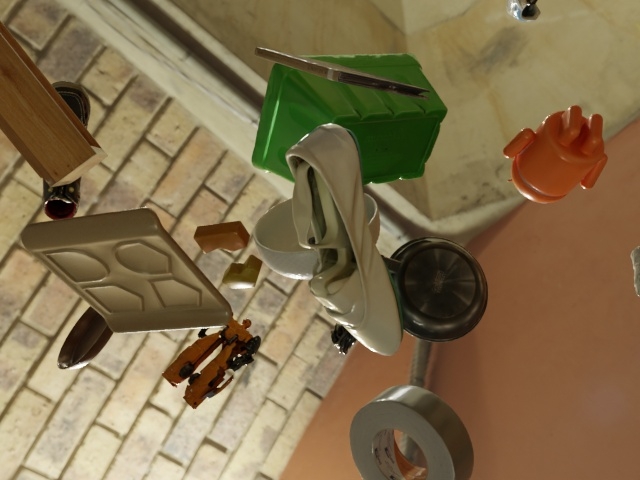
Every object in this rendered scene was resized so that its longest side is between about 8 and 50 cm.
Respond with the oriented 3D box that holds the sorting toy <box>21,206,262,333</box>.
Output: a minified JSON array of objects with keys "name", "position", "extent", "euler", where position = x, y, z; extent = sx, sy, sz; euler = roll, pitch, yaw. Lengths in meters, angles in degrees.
[{"name":"sorting toy","position":[-0.210,0.038,1.011],"extent":[0.307,0.229,0.041],"euler":[-6,-132,22]}]

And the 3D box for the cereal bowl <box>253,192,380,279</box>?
[{"name":"cereal bowl","position":[0.000,0.000,2.008],"extent":[0.339,0.141,0.339],"euler":[-11,-151,6]}]

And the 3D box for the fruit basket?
[{"name":"fruit basket","position":[0.016,-0.261,1.569],"extent":[0.392,0.392,0.283],"euler":[-93,-163,-55]}]

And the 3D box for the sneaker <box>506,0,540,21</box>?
[{"name":"sneaker","position":[0.475,-0.610,1.816],"extent":[0.086,0.237,0.085],"euler":[29,-96,32]}]

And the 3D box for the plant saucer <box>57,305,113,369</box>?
[{"name":"plant saucer","position":[-0.424,0.172,1.417],"extent":[0.168,0.029,0.168],"euler":[-36,-151,24]}]

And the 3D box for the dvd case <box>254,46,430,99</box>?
[{"name":"dvd case","position":[0.028,-0.242,1.102],"extent":[0.221,0.164,0.018],"euler":[31,-68,50]}]

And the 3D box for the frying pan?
[{"name":"frying pan","position":[0.161,0.039,1.375],"extent":[0.197,0.326,0.053],"euler":[-45,172,-18]}]

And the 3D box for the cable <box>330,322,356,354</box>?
[{"name":"cable","position":[0.083,0.184,1.713],"extent":[0.150,0.047,0.184],"euler":[-47,-175,3]}]

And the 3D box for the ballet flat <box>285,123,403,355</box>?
[{"name":"ballet flat","position":[0.025,0.016,1.232],"extent":[0.139,0.400,0.139],"euler":[-13,-168,3]}]

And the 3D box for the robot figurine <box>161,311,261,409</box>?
[{"name":"robot figurine","position":[-0.307,0.337,2.217],"extent":[0.291,0.085,0.211],"euler":[-43,-122,-13]}]

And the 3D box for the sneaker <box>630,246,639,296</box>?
[{"name":"sneaker","position":[0.645,0.067,1.285],"extent":[0.232,0.090,0.115],"euler":[-5,-116,37]}]

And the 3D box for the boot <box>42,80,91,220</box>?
[{"name":"boot","position":[-0.480,-0.164,1.437],"extent":[0.236,0.085,0.179],"euler":[122,-35,-52]}]

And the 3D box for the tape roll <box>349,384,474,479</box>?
[{"name":"tape roll","position":[0.159,0.372,1.357],"extent":[0.219,0.219,0.072],"euler":[-28,176,42]}]

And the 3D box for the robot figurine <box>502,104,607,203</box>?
[{"name":"robot figurine","position":[0.441,-0.153,1.425],"extent":[0.128,0.158,0.219],"euler":[65,-27,22]}]

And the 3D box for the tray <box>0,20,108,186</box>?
[{"name":"tray","position":[-0.430,-0.251,0.949],"extent":[0.076,0.411,0.203],"euler":[-39,-168,-5]}]
